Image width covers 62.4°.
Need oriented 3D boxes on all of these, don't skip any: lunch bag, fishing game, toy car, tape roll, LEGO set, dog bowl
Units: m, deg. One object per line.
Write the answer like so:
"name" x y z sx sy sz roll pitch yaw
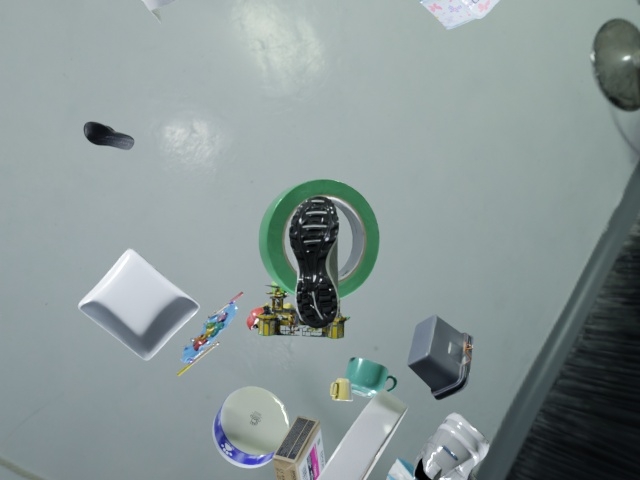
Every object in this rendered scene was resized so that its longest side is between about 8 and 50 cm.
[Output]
"lunch bag" 0.177 -0.312 0.663 0.071 0.083 0.053 21 70 -42
"fishing game" -0.278 0.219 1.296 0.189 0.264 0.041 -38 104 21
"toy car" -0.168 0.221 1.992 0.053 0.238 0.225 56 33 -44
"tape roll" 0.059 0.505 1.143 0.072 0.392 0.392 32 71 18
"LEGO set" -0.055 0.202 1.746 0.331 0.255 0.192 2 94 13
"dog bowl" -0.249 0.667 1.902 0.264 0.104 0.265 17 41 -15
"tape roll" 0.000 0.000 1.400 0.321 0.077 0.322 0 90 -23

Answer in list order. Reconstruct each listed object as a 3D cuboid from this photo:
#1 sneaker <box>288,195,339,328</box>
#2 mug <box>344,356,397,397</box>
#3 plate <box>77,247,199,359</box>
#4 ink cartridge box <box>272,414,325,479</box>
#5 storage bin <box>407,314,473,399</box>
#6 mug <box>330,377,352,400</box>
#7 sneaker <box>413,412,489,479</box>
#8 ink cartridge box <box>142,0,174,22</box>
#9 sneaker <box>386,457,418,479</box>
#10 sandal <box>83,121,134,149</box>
"sneaker" -0.009 0.043 1.074 0.100 0.108 0.272 -1 79 5
"mug" 0.154 0.443 1.678 0.129 0.157 0.098 56 48 -54
"plate" -0.552 0.195 1.622 0.278 0.045 0.277 42 105 -12
"ink cartridge box" -0.063 0.723 1.703 0.193 0.088 0.235 -47 135 -55
"storage bin" 0.222 0.206 0.977 0.091 0.098 0.135 40 41 -12
"mug" 0.067 0.449 1.593 0.062 0.078 0.064 1 72 13
"sneaker" 0.187 0.383 0.868 0.115 0.105 0.281 -34 142 -23
"ink cartridge box" -0.336 -0.533 1.014 0.067 0.198 0.115 -18 68 7
"sneaker" 0.269 0.738 1.529 0.087 0.228 0.092 30 94 -22
"sandal" -0.655 -0.322 1.623 0.067 0.040 0.179 -53 154 12
